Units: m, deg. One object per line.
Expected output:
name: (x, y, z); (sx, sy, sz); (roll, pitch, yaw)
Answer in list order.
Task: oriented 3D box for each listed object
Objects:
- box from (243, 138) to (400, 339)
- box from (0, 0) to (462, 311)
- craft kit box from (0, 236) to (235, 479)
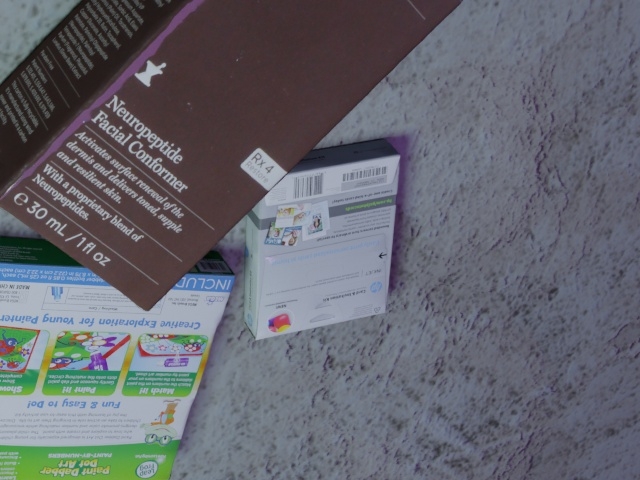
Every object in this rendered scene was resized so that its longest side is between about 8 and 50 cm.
box: (0.000, 0.000, 1.377); (0.145, 0.038, 0.186); (-11, 124, -20)
box: (-0.091, -0.144, 1.169); (0.381, 0.143, 0.191); (-46, 130, 5)
craft kit box: (-0.230, 0.118, 1.327); (0.250, 0.061, 0.246); (5, 116, -30)
